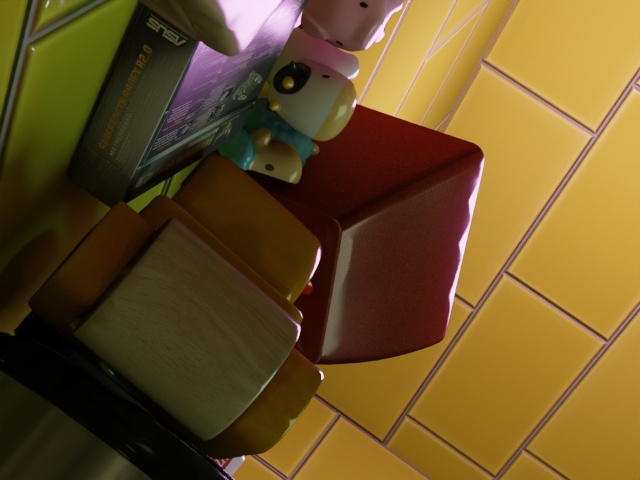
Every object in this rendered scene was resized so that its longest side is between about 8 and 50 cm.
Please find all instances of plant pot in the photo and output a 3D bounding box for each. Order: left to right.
[{"bbox_3d":[0.000,0.000,1.410,0.236,0.267,0.267,-28,133,-53],"label":"plant pot"}]

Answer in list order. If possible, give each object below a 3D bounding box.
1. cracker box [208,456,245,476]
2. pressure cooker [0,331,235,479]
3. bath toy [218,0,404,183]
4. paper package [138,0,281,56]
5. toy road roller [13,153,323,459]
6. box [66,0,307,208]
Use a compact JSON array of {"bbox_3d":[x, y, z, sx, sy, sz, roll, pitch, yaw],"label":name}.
[{"bbox_3d":[-0.195,0.195,1.308,0.067,0.232,0.156,-19,-163,36],"label":"cracker box"},{"bbox_3d":[-0.266,0.332,0.976,0.375,0.370,0.420,8,-126,53],"label":"pressure cooker"},{"bbox_3d":[0.013,-0.226,1.216,0.129,0.151,0.348,6,125,-40],"label":"bath toy"},{"bbox_3d":[-0.032,-0.282,0.552,0.325,0.168,0.309,-55,173,-3],"label":"paper package"},{"bbox_3d":[-0.099,0.036,1.017,0.240,0.202,0.329,-53,-170,-20],"label":"toy road roller"},{"bbox_3d":[-0.108,-0.144,1.053,0.183,0.056,0.231,-58,171,31],"label":"box"}]
